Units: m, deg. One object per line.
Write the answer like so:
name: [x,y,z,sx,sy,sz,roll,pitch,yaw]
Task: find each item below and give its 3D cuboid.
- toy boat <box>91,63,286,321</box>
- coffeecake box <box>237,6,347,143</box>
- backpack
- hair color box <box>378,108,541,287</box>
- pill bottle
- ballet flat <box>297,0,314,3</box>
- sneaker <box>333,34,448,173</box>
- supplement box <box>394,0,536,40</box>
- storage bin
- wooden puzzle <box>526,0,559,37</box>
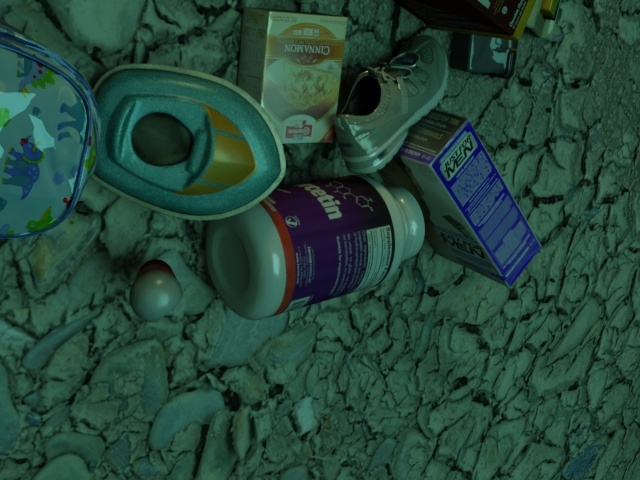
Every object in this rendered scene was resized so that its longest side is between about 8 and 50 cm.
toy boat: [-0.184,-0.059,1.101,0.267,0.148,0.319,11,99,-13]
coffeecake box: [-0.044,-0.238,1.248,0.142,0.068,0.186,-8,112,-38]
backpack: [-0.413,-0.124,0.893,0.355,0.273,0.290,10,94,-54]
hair color box: [0.222,-0.077,1.451,0.110,0.185,0.339,-49,130,-12]
pill bottle: [0.000,0.000,1.301,0.322,0.181,0.182,-14,115,-36]
ballet flat: [0.036,-0.439,1.240,0.248,0.086,0.086,-49,131,-12]
sneaker: [0.112,-0.234,1.319,0.281,0.105,0.115,-59,137,-30]
supplement box: [0.203,-0.412,1.300,0.194,0.191,0.129,21,93,-42]
storage bin: [0.281,-0.344,1.465,0.091,0.098,0.135,-9,112,-26]
wooden puzzle: [0.407,-0.469,1.486,0.238,0.044,0.221,-17,122,-66]
